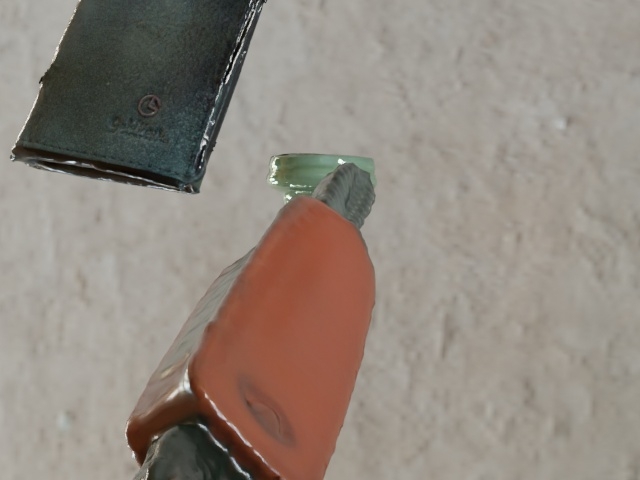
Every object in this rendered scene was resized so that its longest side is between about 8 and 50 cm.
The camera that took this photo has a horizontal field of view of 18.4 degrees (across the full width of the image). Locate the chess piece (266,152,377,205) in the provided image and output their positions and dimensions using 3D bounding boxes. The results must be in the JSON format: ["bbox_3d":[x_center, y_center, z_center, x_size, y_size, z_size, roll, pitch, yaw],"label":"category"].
[{"bbox_3d":[0.000,0.000,1.188,0.067,0.067,0.103,1,90,41],"label":"chess piece"}]

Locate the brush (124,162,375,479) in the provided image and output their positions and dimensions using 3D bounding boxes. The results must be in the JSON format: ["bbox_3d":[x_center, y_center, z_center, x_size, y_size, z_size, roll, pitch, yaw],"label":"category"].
[{"bbox_3d":[-0.019,0.043,0.782,0.051,0.323,0.070,-39,100,25],"label":"brush"}]

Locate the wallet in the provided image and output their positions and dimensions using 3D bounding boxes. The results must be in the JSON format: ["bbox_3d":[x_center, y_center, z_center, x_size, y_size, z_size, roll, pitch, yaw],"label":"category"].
[{"bbox_3d":[-0.131,-0.224,1.755,0.190,0.046,0.379,10,69,26],"label":"wallet"}]
